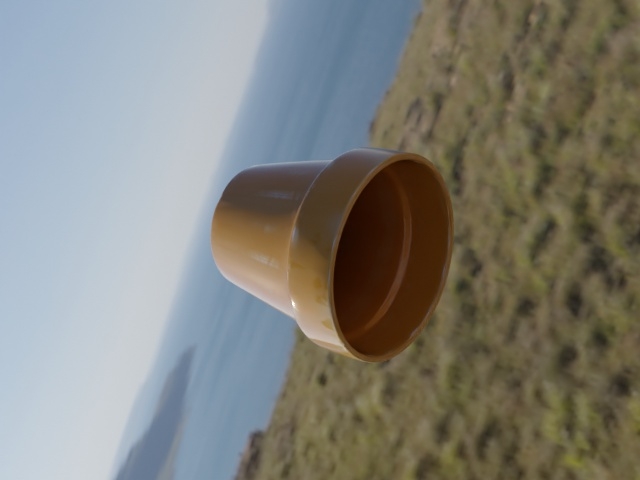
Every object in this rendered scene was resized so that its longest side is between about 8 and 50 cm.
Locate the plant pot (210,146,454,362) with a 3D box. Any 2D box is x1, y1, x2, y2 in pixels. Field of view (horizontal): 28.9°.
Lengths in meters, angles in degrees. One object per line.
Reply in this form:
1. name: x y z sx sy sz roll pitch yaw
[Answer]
1. plant pot: 0.000 0.000 1.238 0.205 0.188 0.205 -21 -63 -48
